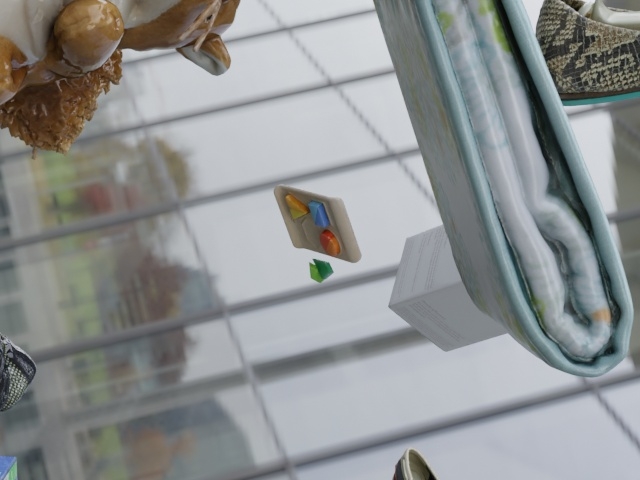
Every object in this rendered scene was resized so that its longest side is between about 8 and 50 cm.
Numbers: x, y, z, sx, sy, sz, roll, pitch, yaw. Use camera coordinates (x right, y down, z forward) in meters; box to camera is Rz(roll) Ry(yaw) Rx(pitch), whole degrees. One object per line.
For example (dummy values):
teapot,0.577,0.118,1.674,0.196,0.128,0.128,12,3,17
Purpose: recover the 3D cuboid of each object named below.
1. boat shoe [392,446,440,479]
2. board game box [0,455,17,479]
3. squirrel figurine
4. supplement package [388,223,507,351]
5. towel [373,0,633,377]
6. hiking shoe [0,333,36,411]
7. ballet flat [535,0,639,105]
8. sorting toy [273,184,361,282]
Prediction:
boat shoe,0.115,0.271,1.523,0.137,0.049,0.043,58,-38,41
board game box,-0.308,0.261,1.222,0.035,0.136,0.201,-66,158,-63
squirrel figurine,-0.280,-0.248,1.594,0.397,0.370,0.281,-26,-100,60
supplement package,0.183,0.039,1.688,0.179,0.105,0.105,-21,-140,43
towel,0.130,-0.094,1.191,0.320,0.090,0.374,-109,-179,-83
hiking shoe,-0.197,0.043,0.719,0.086,0.114,0.227,16,-75,54
ballet flat,0.491,-0.252,1.782,0.164,0.483,0.182,-49,138,-64
sorting toy,0.000,0.000,1.077,0.062,0.012,0.083,12,-46,40
